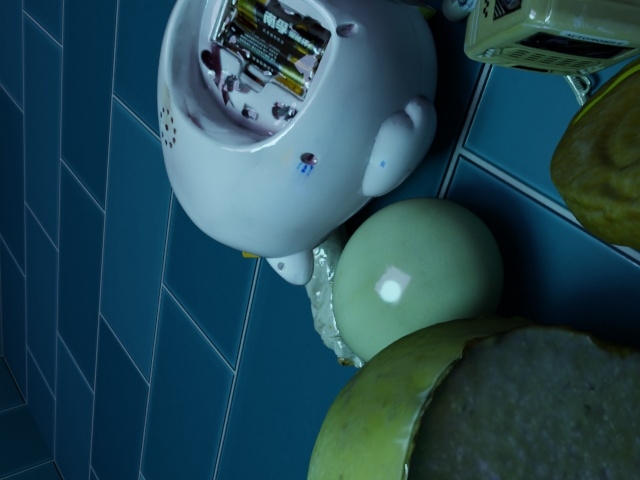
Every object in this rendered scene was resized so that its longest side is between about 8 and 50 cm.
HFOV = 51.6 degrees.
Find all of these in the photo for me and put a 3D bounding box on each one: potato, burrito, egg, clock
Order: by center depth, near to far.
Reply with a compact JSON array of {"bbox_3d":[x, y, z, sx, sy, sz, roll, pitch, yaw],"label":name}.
[{"bbox_3d":[0.172,0.285,0.635,0.319,0.385,0.442,-22,93,62],"label":"potato"},{"bbox_3d":[0.108,0.059,0.788,0.188,0.189,0.253,60,147,21],"label":"egg"},{"bbox_3d":[-0.053,-0.155,0.815,0.368,0.251,0.376,38,117,23],"label":"clock"},{"bbox_3d":[0.000,0.000,1.002,0.117,0.076,0.392,-20,82,58],"label":"burrito"}]

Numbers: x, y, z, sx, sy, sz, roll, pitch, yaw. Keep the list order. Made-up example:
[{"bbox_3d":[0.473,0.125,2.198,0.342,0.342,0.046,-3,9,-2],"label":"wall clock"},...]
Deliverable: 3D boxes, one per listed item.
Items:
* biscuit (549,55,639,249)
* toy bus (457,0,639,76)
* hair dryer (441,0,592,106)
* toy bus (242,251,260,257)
[{"bbox_3d":[0.307,-0.111,0.384,0.070,0.350,0.394,50,140,-13],"label":"biscuit"},{"bbox_3d":[0.209,-0.291,0.533,0.157,0.140,0.289,-154,72,-79],"label":"toy bus"},{"bbox_3d":[0.209,-0.227,0.711,0.167,0.067,0.199,9,121,60],"label":"hair dryer"},{"bbox_3d":[-0.105,-0.054,1.116,0.070,0.074,0.162,0,101,53],"label":"toy bus"}]
